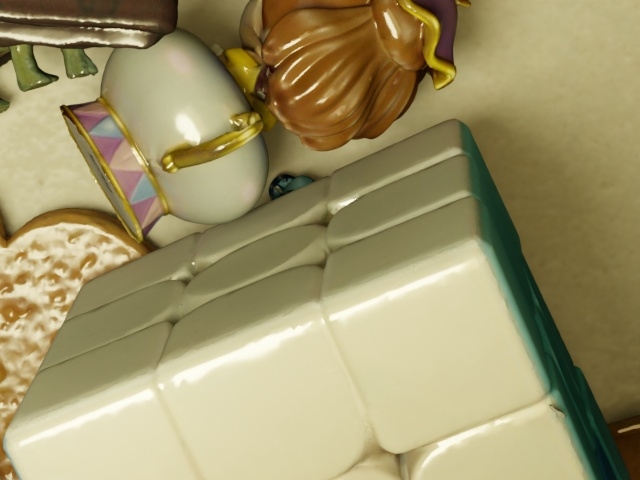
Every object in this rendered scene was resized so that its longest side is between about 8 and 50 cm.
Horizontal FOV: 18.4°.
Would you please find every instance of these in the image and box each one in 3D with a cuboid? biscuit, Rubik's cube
[{"bbox_3d":[-0.220,0.062,1.350,0.288,0.044,0.202,20,100,-1],"label":"biscuit"},{"bbox_3d":[0.018,0.137,1.192,0.291,0.290,0.292,-24,103,9],"label":"Rubik's cube"}]

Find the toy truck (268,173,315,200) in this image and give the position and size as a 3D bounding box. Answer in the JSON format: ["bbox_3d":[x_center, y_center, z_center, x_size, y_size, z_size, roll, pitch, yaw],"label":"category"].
[{"bbox_3d":[0.000,0.000,1.338,0.090,0.056,0.073,23,105,-17],"label":"toy truck"}]

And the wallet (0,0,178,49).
[{"bbox_3d":[-0.170,-0.225,1.158,0.182,0.049,0.229,3,75,-5],"label":"wallet"}]

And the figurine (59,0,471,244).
[{"bbox_3d":[-0.028,-0.105,1.257,0.263,0.189,0.142,-30,115,-8],"label":"figurine"}]

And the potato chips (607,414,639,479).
[{"bbox_3d":[0.221,0.195,1.363,0.201,0.049,0.150,-25,88,3],"label":"potato chips"}]

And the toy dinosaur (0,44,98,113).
[{"bbox_3d":[-0.203,-0.158,1.305,0.362,0.076,0.147,-22,85,0],"label":"toy dinosaur"}]
